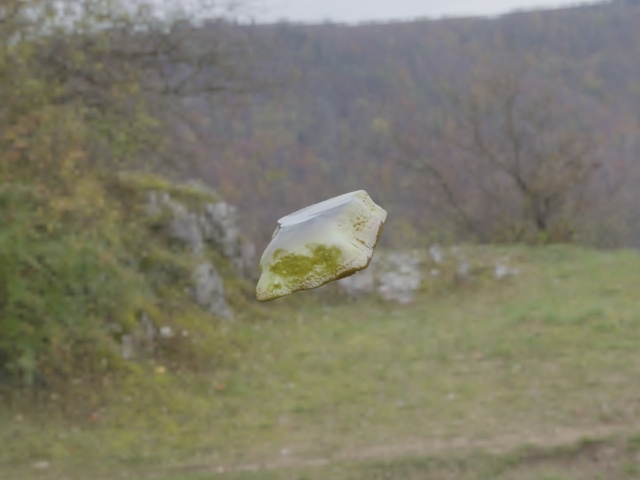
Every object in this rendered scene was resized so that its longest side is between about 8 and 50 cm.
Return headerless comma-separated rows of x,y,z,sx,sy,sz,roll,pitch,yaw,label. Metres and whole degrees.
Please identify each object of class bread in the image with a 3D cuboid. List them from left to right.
0.000,0.000,1.846,0.161,0.088,0.233,-11,13,15,bread
